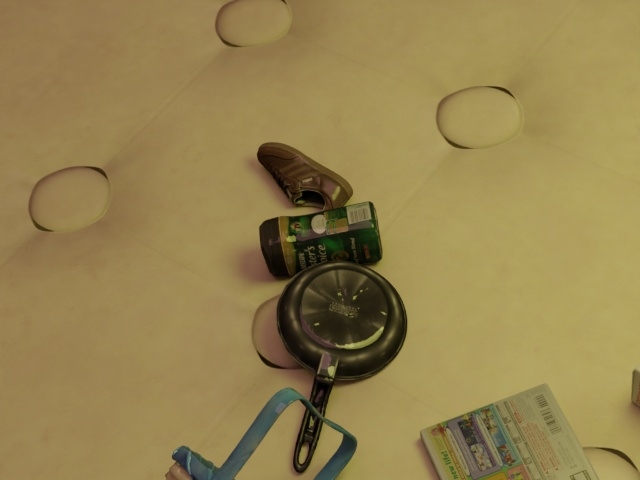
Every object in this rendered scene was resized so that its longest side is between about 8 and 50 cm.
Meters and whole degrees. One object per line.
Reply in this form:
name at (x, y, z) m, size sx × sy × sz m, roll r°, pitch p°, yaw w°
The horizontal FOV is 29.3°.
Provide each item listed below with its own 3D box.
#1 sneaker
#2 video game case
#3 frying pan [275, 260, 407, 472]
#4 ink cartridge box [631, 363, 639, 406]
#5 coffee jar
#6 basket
sneaker at (-0.040, -0.099, 1.992) m, size 0.188 × 0.066 × 0.071 m, roll 26°, pitch 62°, yaw 28°
video game case at (0.261, 0.312, 1.645) m, size 0.193 × 0.023 × 0.212 m, roll -20°, pitch 53°, yaw -5°
frying pan at (-0.005, 0.153, 1.777) m, size 0.197 × 0.053 × 0.326 m, roll 35°, pitch 61°, yaw 13°
ink cartridge box at (0.480, 0.213, 1.638) m, size 0.052 × 0.088 × 0.122 m, roll -40°, pitch 56°, yaw -19°
coffee jar at (0.000, 0.000, 1.888) m, size 0.184 × 0.096 × 0.079 m, roll -10°, pitch 55°, yaw 4°
basket at (-0.079, 0.335, 1.554) m, size 0.201 × 0.255 × 0.289 m, roll 30°, pitch 81°, yaw 31°
